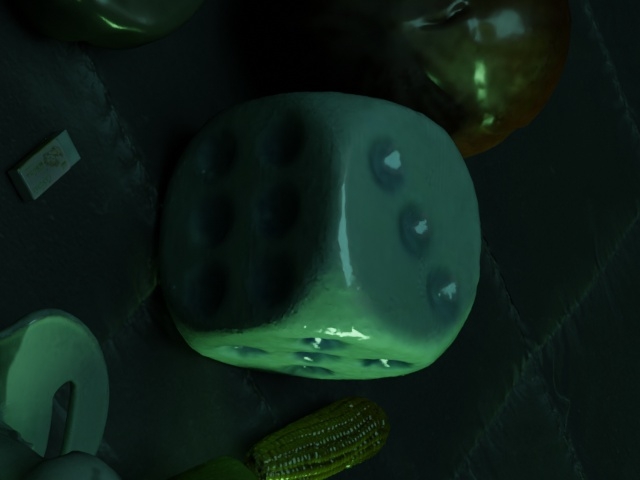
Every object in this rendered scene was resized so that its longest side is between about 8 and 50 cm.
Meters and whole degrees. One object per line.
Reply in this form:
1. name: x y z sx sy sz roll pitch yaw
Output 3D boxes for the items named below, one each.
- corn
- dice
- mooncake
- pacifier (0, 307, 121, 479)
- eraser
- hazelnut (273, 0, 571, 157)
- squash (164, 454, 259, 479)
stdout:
1. corn: -0.007 0.236 1.909 0.231 0.080 0.080 -14 95 -49
2. dice: 0.000 0.000 1.807 0.262 0.264 0.268 22 68 -47
3. mooncake: -0.223 -0.325 1.694 0.275 0.135 0.275 8 79 -47
4. pacifier: -0.279 0.212 1.433 0.343 0.269 0.288 -9 115 -48
5. eraser: -0.277 -0.076 1.668 0.083 0.019 0.038 -49 120 -44
6. hazelnut: 0.120 -0.245 1.938 0.372 0.372 0.315 -8 102 -52
7. squash: -0.177 0.373 1.624 0.309 0.210 0.234 -24 82 -22
